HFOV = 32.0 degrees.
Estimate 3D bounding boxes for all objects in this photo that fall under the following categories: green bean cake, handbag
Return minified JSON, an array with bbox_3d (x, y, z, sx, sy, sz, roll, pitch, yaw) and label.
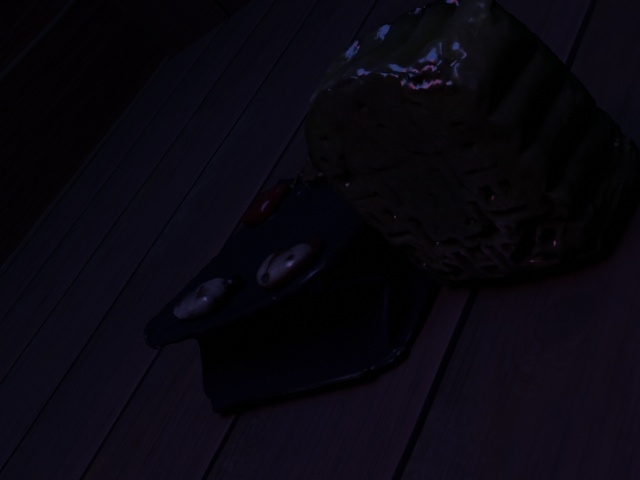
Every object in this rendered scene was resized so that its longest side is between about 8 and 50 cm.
[{"bbox_3d":[0.108,-0.075,0.890,0.222,0.227,0.125,-12,36,56],"label":"green bean cake"},{"bbox_3d":[0.000,0.000,1.120,0.303,0.122,0.329,-23,28,47],"label":"handbag"}]
